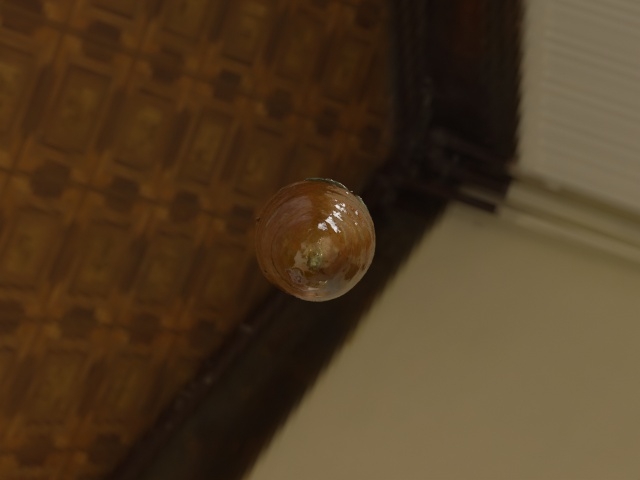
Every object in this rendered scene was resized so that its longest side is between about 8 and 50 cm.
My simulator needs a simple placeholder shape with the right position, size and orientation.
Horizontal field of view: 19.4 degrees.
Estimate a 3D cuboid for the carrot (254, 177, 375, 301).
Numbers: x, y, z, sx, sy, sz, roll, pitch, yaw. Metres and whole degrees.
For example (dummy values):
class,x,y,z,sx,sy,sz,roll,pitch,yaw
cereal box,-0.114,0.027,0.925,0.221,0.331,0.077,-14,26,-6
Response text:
class,x,y,z,sx,sy,sz,roll,pitch,yaw
carrot,0.000,0.000,0.670,0.139,0.048,0.048,-155,-94,-87
